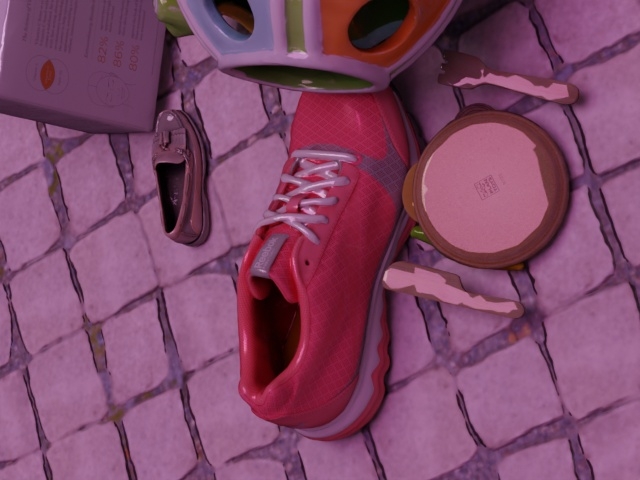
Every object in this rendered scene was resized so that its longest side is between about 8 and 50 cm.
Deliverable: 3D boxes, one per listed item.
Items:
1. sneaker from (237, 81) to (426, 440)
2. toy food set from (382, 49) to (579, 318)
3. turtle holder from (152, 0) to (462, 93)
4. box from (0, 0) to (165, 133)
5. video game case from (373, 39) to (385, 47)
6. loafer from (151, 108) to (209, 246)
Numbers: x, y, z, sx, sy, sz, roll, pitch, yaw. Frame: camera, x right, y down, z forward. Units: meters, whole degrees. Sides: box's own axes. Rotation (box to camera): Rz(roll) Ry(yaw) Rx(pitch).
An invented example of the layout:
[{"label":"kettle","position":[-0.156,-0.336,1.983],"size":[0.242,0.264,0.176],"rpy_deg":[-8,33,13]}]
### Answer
[{"label":"sneaker","position":[0.000,0.000,1.498],"size":[0.116,0.136,0.314],"rpy_deg":[2,84,33]},{"label":"toy food set","position":[0.129,-0.040,1.476],"size":[0.132,0.038,0.192],"rpy_deg":[15,90,18]},{"label":"turtle holder","position":[-0.029,-0.235,1.455],"size":[0.320,0.243,0.227],"rpy_deg":[5,86,25]},{"label":"box","position":[-0.229,-0.170,1.649],"size":[0.091,0.170,0.130],"rpy_deg":[2,83,46]},{"label":"video game case","position":[0.035,-0.312,1.588],"size":[0.196,0.026,0.274],"rpy_deg":[35,102,32]},{"label":"loafer","position":[-0.125,-0.057,1.649],"size":[0.045,0.039,0.125],"rpy_deg":[-20,73,31]}]
